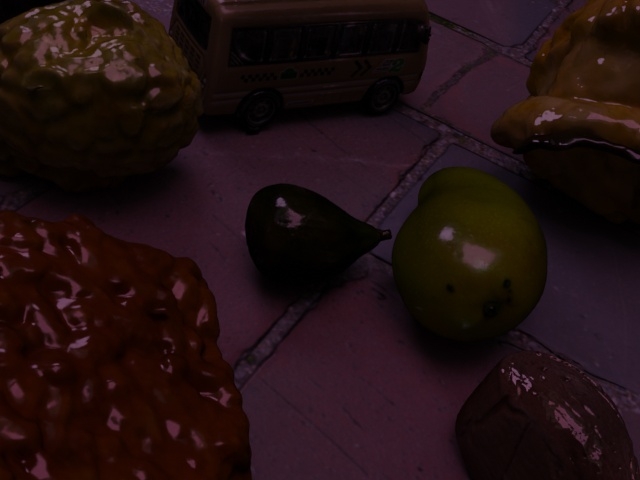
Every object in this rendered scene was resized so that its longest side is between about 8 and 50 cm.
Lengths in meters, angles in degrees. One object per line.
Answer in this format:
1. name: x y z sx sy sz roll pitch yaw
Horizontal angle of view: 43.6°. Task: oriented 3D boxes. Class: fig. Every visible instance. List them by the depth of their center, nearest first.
1. fig: 0.000 0.000 0.904 0.177 0.117 0.117 10 39 -33

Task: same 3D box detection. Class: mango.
1. mango: 0.172 0.004 0.926 0.175 0.143 0.293 11 31 2

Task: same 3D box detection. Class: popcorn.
1. popcorn: -0.272 -0.157 0.921 0.206 0.251 0.237 62 20 13
2. popcorn: 0.406 -0.177 1.060 0.381 0.349 0.349 -27 57 -33

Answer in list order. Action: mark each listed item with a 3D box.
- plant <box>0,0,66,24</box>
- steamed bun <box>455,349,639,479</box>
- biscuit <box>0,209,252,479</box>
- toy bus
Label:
1. plant: -0.508 -0.438 1.152 0.320 0.182 0.194 40 46 17
2. steamed bun: 0.212 0.189 0.729 0.106 0.145 0.175 -10 53 -29
3. biscuit: -0.204 0.111 0.648 0.318 0.110 0.312 20 35 -38
4. toy bus: -0.019 -0.292 1.132 0.365 0.202 0.177 -12 48 -29
